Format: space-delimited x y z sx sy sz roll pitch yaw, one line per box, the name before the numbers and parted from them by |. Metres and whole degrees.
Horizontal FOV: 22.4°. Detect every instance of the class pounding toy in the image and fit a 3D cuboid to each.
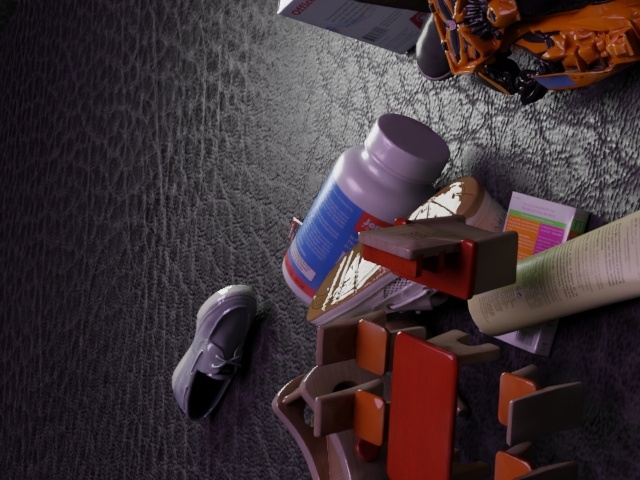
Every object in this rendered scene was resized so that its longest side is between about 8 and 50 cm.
pounding toy | 0.049 0.197 1.668 0.155 0.154 0.269 -36 46 54

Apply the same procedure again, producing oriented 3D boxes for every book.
book | 0.207 0.032 1.572 0.096 0.035 0.144 22 97 61

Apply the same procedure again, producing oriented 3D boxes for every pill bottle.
pill bottle | 0.055 -0.029 1.815 0.221 0.124 0.124 -62 28 30

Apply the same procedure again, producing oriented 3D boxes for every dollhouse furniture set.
dollhouse furniture set | 0.097 0.113 1.474 0.262 0.135 0.259 19 113 46

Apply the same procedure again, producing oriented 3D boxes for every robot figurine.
robot figurine | 0.205 -0.232 1.556 0.291 0.085 0.211 -3 110 55

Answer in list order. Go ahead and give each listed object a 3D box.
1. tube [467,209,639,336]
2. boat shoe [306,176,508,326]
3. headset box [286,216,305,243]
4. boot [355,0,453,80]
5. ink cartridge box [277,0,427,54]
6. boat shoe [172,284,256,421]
tube | 0.240 0.031 1.462 0.240 0.062 0.070 -24 97 43
boat shoe | 0.096 0.038 1.697 0.277 0.096 0.098 -33 28 42
headset box | 0.000 0.000 1.988 0.083 0.062 0.032 40 112 64
boot | 0.103 -0.255 1.731 0.076 0.208 0.189 38 117 27
ink cartridge box | 0.056 -0.321 1.907 0.128 0.176 0.127 -32 49 56
boat shoe | -0.136 0.158 2.187 0.227 0.079 0.081 -62 37 37
